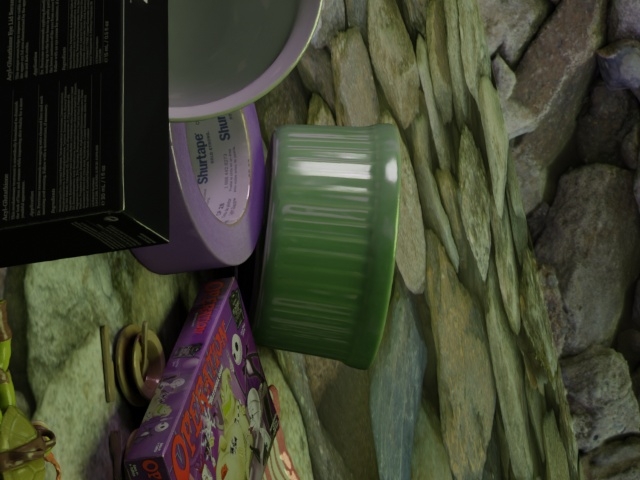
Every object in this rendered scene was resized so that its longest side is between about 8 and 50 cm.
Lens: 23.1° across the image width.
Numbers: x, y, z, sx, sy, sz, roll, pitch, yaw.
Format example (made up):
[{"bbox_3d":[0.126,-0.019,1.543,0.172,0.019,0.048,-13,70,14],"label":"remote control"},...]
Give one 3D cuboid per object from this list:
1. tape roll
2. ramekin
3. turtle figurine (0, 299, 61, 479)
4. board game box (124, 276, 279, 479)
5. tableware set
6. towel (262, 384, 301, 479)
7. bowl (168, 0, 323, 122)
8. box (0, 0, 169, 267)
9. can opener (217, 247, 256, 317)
[{"bbox_3d":[-0.151,-0.102,1.745,0.275,0.090,0.275,-8,90,-72],"label":"tape roll"},{"bbox_3d":[0.000,0.000,1.907,0.303,0.148,0.304,-174,-90,-85],"label":"ramekin"},{"bbox_3d":[-0.269,0.169,1.278,0.269,0.087,0.217,-40,120,-69],"label":"turtle figurine"},{"bbox_3d":[-0.118,0.213,1.671,0.347,0.056,0.208,-73,147,-60],"label":"board game box"},{"bbox_3d":[-0.176,0.182,1.630,0.128,0.039,0.194,14,69,-70],"label":"tableware set"},{"bbox_3d":[-0.075,0.274,1.910,0.197,0.029,0.144,-45,124,-67],"label":"towel"},{"bbox_3d":[-0.148,-0.246,1.547,0.134,0.297,0.298,122,-36,-79],"label":"bowl"},{"bbox_3d":[-0.232,-0.121,1.358,0.103,0.184,0.261,43,42,-66],"label":"box"},{"bbox_3d":[-0.099,0.009,1.898,0.073,0.059,0.186,27,57,-56],"label":"can opener"}]
